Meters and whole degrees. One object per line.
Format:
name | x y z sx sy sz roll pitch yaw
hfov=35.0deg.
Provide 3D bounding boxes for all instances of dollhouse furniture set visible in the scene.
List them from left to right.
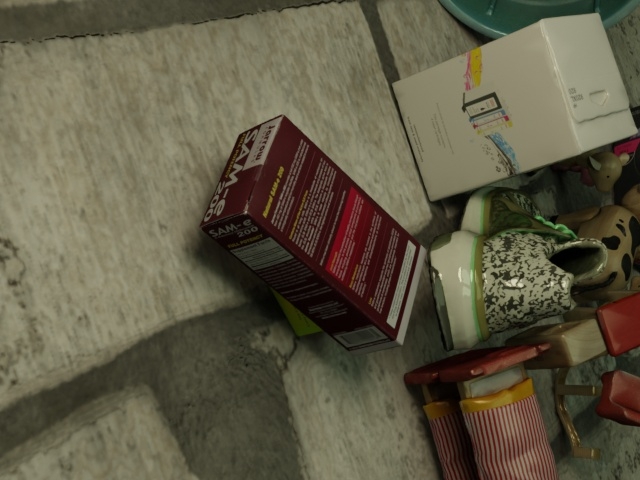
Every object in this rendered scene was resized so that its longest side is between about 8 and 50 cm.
dollhouse furniture set | 0.305 0.197 1.226 0.374 0.152 0.201 -17 89 -28

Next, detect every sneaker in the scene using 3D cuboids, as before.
sneaker | 0.259 0.030 1.236 0.410 0.182 0.158 -42 128 -64

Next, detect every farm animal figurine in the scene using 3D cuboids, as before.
farm animal figurine | 0.415 -0.040 1.483 0.330 0.172 0.327 42 51 -29

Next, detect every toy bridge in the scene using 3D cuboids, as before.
toy bridge | 0.360 0.209 1.423 0.026 0.063 0.188 10 79 -44

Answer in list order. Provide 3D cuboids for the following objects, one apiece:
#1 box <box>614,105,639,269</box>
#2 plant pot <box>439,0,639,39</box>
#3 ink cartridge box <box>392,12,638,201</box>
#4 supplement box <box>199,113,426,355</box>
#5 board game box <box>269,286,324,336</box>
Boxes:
box | 0.596 -0.090 1.694 0.143 0.165 0.270 26 59 -39
plant pot | 0.331 -0.514 1.455 0.341 0.341 0.334 48 40 -25
ink cartridge box | 0.250 -0.171 1.306 0.171 0.232 0.168 -20 92 -48
supplement box | 0.000 0.000 1.040 0.239 0.073 0.130 42 49 -30
board game box | -0.029 0.001 1.097 0.092 0.043 0.181 -41 107 -45
